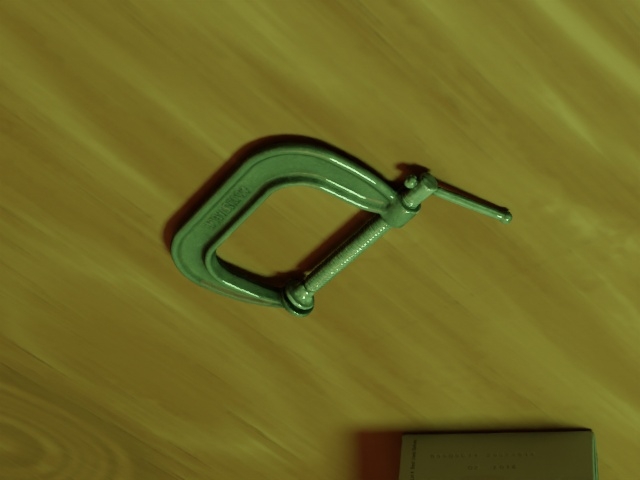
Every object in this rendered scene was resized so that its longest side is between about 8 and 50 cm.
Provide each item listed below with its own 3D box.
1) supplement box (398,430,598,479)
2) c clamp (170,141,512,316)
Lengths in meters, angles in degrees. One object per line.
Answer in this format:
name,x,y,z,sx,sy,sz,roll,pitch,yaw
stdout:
supplement box,0.125,0.238,1.112,0.130,0.073,0.239,-2,128,9
c clamp,0.000,0.000,0.897,0.137,0.022,0.160,28,137,-28
